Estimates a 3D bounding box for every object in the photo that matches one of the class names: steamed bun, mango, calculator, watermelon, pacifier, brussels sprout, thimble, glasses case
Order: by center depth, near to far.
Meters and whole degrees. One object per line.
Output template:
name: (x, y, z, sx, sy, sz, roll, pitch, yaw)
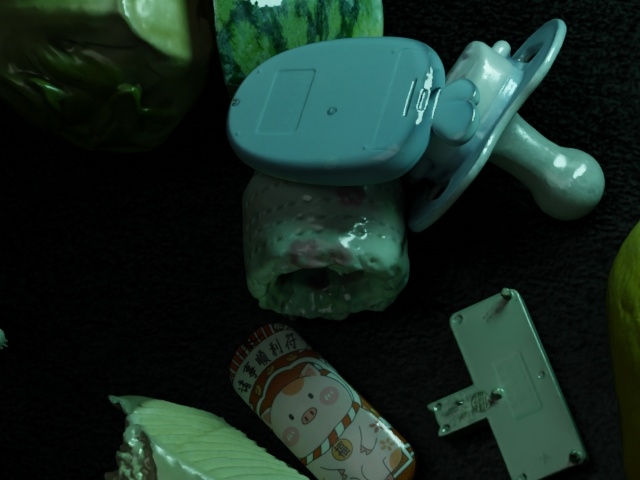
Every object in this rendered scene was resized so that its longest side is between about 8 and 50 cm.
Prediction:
mango: (0.401, 0.110, 1.641, 0.195, 0.142, 0.332, -9, 77, 23)
steamed bun: (-0.144, 0.343, 1.705, 0.273, 0.290, 0.272, 29, 99, 18)
calculator: (0.033, -0.144, 1.723, 0.302, 0.042, 0.188, 1, 58, 29)
pacifier: (0.216, -0.101, 1.773, 0.226, 0.238, 0.287, 37, 82, -4)
glasses case: (0.001, 0.202, 1.798, 0.103, 0.067, 0.266, -47, 64, -1)
thimble: (0.000, 0.000, 1.807, 0.211, 0.185, 0.149, 139, 135, -55)
watermelon: (-0.068, -0.259, 1.918, 0.201, 0.261, 0.213, -20, 67, 45)
brussels sprout: (-0.271, -0.239, 1.930, 0.328, 0.328, 0.247, -12, 75, 17)

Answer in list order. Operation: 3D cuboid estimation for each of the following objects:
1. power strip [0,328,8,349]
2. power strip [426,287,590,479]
power strip: (-0.431, 0.115, 2.018, 0.083, 0.035, 0.055, 32, 86, 40)
power strip: (0.192, 0.175, 1.737, 0.145, 0.061, 0.216, -26, 65, 11)
